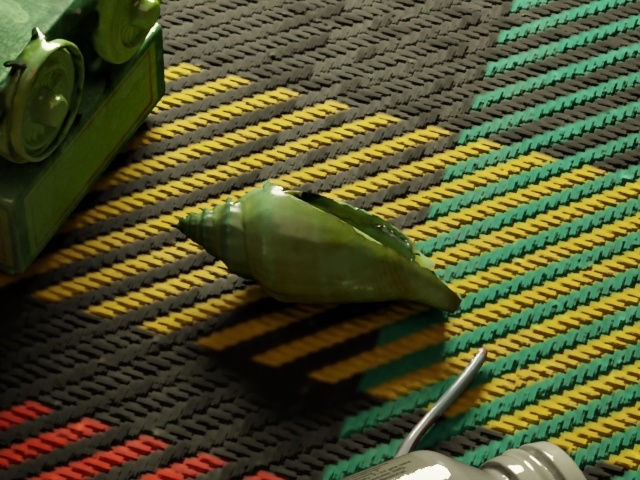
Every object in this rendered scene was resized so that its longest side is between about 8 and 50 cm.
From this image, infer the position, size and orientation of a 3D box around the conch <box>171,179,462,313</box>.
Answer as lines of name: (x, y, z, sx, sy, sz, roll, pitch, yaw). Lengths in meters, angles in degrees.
conch: (-0.003, 0.003, 1.169, 0.201, 0.079, 0.095, 14, 34, -13)

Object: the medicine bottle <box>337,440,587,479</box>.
medicine bottle: (0.053, 0.194, 0.960, 0.215, 0.135, 0.135, -19, 52, -18)

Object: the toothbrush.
toothbrush: (0.062, 0.135, 1.093, 0.019, 0.013, 0.193, 30, 54, 15)

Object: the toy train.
toy train: (-0.215, -0.116, 1.192, 0.159, 0.188, 0.271, 20, 48, 15)
